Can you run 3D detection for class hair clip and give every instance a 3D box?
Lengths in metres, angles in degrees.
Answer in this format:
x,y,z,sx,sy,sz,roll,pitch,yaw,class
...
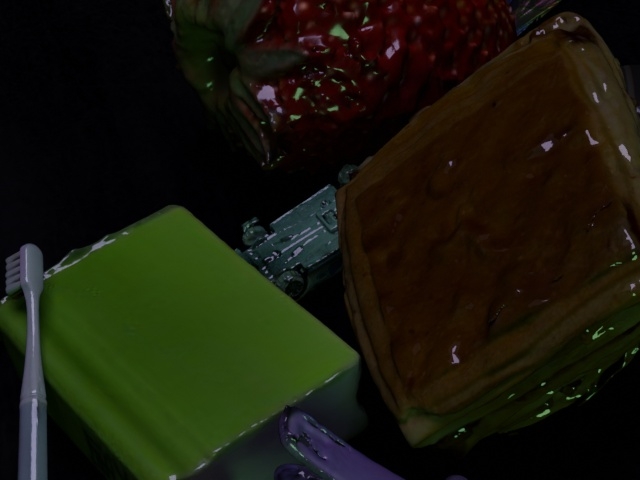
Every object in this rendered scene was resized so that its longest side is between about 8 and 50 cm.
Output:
x,y,z,sx,sy,sz,roll,pitch,yaw,class
0.077,0.204,1.148,0.278,0.090,0.137,28,33,-10,hair clip

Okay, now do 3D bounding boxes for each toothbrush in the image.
x,y,z,sx,sy,sz,roll,pitch,yaw,class
-0.226,0.148,1.247,0.030,0.025,0.342,-27,52,25,toothbrush

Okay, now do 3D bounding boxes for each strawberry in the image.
x,y,z,sx,sy,sz,roll,pitch,yaw,class
0.030,-0.217,1.552,0.343,0.292,0.292,-26,43,-25,strawberry

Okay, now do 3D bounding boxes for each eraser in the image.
x,y,z,sx,sy,sz,roll,pitch,yaw,class
-0.119,0.102,1.325,0.210,0.092,0.274,-30,46,-26,eraser

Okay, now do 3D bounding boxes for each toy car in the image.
x,y,z,sx,sy,sz,roll,pitch,yaw,class
0.000,0.000,1.458,0.186,0.058,0.093,-33,48,-8,toy car

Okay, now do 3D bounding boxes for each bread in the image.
x,y,z,sx,sy,sz,roll,pitch,yaw,class
0.164,0.008,1.289,0.277,0.167,0.324,-35,39,20,bread

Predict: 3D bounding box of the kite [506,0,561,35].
x,y,z,sx,sy,sz,roll,pitch,yaw,class
0.142,-0.241,1.780,0.321,0.016,0.234,-6,40,1,kite

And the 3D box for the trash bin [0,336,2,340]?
x,y,z,sx,sy,sz,roll,pitch,yaw,class
-0.348,0.053,1.393,0.130,0.116,0.059,-15,41,-13,trash bin

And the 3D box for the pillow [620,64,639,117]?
x,y,z,sx,sy,sz,roll,pitch,yaw,class
0.298,-0.144,1.617,0.203,0.038,0.113,-1,36,6,pillow
